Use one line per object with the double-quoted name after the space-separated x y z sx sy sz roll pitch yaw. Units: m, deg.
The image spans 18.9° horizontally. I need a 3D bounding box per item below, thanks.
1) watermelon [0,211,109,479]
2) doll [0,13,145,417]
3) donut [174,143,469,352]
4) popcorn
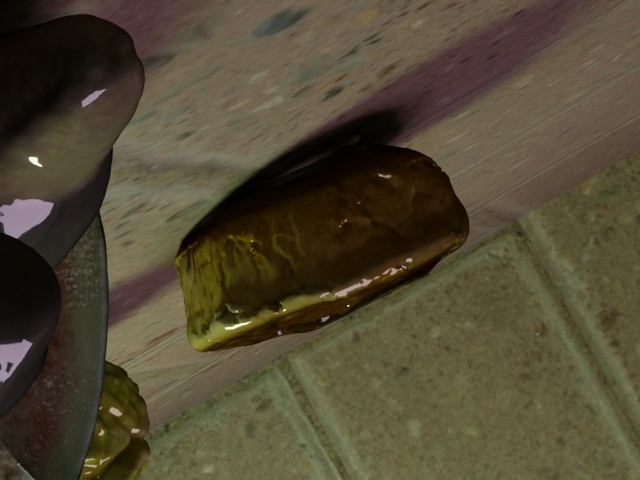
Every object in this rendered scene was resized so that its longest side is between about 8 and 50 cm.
-0.266 0.078 1.311 0.201 0.262 0.213 17 146 -39 "watermelon"
-0.233 -0.015 0.893 0.382 0.252 0.379 -34 -157 52 "doll"
0.000 0.000 1.905 0.330 0.160 0.330 -17 175 -1 "donut"
-0.295 0.224 2.075 0.259 0.212 0.259 -25 165 -7 "popcorn"
